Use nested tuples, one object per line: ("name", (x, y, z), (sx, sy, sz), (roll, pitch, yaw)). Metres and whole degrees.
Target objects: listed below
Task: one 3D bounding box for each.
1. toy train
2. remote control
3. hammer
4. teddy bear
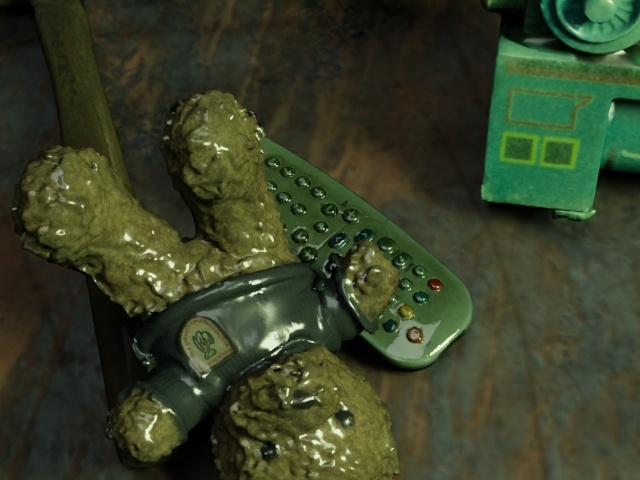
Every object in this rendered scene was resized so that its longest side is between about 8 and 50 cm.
("toy train", (0.239, -0.103, 0.701), (0.298, 0.194, 0.120), (7, 38, 8))
("remote control", (0.000, 0.000, 0.748), (0.072, 0.042, 0.222), (-42, 62, -18))
("hammer", (-0.154, -0.048, 0.802), (0.168, 0.044, 0.440), (-17, 57, -2))
("teddy bear", (-0.046, 0.039, 0.664), (0.181, 0.129, 0.251), (-28, 93, -2))
